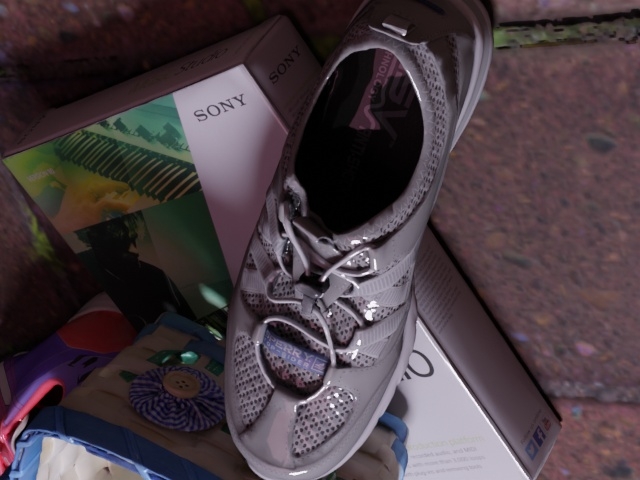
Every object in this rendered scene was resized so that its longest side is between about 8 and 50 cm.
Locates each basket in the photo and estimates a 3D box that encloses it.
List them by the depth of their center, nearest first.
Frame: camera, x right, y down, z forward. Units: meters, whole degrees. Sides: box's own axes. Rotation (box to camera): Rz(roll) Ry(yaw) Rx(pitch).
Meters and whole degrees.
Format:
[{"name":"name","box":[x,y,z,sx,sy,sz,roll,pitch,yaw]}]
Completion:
[{"name":"basket","box":[-0.093,0.197,0.914,0.254,0.289,0.201,24,144,9]}]

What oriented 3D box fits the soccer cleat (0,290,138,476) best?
[{"name":"soccer cleat","box":[-0.208,0.138,1.161,0.108,0.116,0.318,44,139,-8]}]

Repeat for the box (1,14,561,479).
[{"name":"box","box":[-0.026,0.032,0.977,0.232,0.058,0.322,-15,117,43]}]

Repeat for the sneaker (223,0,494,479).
[{"name":"sneaker","box":[0.000,0.000,0.795,0.105,0.115,0.281,19,107,15]}]
